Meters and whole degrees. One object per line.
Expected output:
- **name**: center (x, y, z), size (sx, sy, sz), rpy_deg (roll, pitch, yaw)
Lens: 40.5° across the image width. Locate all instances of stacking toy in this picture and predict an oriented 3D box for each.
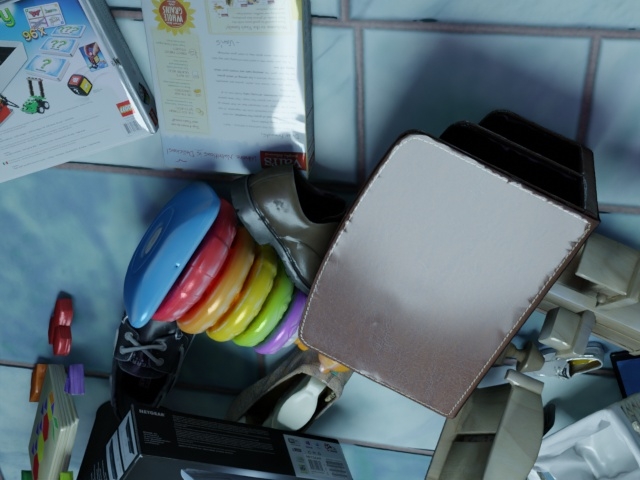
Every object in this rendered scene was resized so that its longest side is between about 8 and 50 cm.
- **stacking toy**: center (-0.073, 0.073, 1.042), size (0.302, 0.166, 0.175), rpy_deg (32, 92, -19)

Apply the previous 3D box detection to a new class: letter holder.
- **letter holder**: center (0.123, 0.008, 0.940), size (0.215, 0.152, 0.301), rpy_deg (25, 125, -2)

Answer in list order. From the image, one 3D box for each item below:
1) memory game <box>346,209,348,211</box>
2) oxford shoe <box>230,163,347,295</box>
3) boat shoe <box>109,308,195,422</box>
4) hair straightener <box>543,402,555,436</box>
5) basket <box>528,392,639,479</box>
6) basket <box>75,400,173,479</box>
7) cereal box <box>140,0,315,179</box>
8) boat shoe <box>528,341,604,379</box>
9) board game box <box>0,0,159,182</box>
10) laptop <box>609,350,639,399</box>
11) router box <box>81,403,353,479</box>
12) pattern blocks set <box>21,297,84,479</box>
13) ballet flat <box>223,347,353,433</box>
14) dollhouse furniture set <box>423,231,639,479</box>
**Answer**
- **memory game**: center (0.043, 0.041, 1.080), size (0.186, 0.012, 0.186), rpy_deg (7, 127, 9)
- **oxford shoe**: center (0.000, 0.000, 0.986), size (0.096, 0.082, 0.227), rpy_deg (-23, 133, 20)
- **boat shoe**: center (-0.229, 0.139, 1.168), size (0.108, 0.102, 0.301), rpy_deg (22, 128, -2)
- **hair straightener**: center (0.273, 0.301, 1.187), size (0.089, 0.047, 0.230), rpy_deg (18, 128, 2)
- **basket**: center (0.344, 0.263, 1.045), size (0.167, 0.103, 0.113), rpy_deg (-46, 68, 45)
- **basket**: center (-0.282, 0.374, 1.277), size (0.204, 0.226, 0.154), rpy_deg (25, 128, -3)
- **cereal box**: center (-0.095, -0.182, 0.931), size (0.173, 0.047, 0.240), rpy_deg (7, 128, 9)
- **boat shoe**: center (0.304, 0.156, 1.080), size (0.100, 0.035, 0.035), rpy_deg (-16, 120, 24)
- **board game box**: center (-0.358, -0.169, 0.981), size (0.306, 0.053, 0.193), rpy_deg (-15, 120, 14)
- **laptop**: center (0.497, 0.258, 1.038), size (0.234, 0.264, 0.136), rpy_deg (-13, 158, 24)
- **router box**: center (-0.149, 0.339, 1.110), size (0.309, 0.081, 0.243), rpy_deg (19, 120, -33)
- **pattern blocks set**: center (-0.375, 0.276, 1.218), size (0.026, 0.285, 0.324), rpy_deg (6, 128, -29)
- **ballet flat**: center (-0.060, 0.240, 1.195), size (0.108, 0.106, 0.316), rpy_deg (29, 128, -9)
- **dollhouse furniture set**: center (0.254, 0.207, 0.923), size (0.174, 0.355, 0.303), rpy_deg (23, 167, -1)
